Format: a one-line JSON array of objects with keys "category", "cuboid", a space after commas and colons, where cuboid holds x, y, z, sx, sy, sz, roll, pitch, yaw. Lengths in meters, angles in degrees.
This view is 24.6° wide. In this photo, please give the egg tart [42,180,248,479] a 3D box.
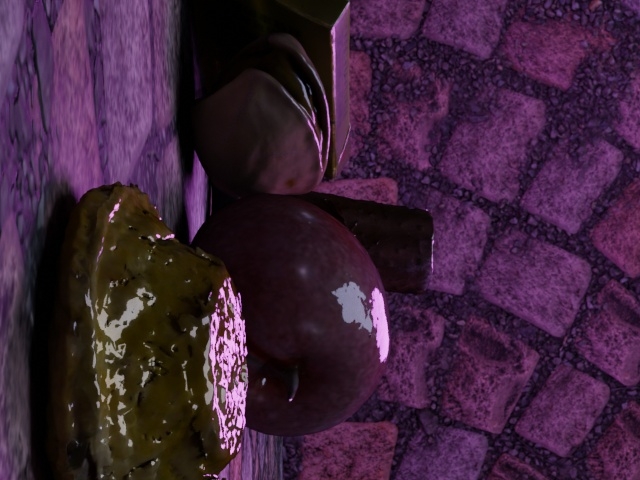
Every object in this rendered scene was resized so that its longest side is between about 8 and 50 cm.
[{"category": "egg tart", "cuboid": [-0.103, 0.080, 0.897, 0.241, 0.106, 0.241, 0, 90, -84]}]

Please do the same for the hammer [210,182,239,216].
[{"category": "hammer", "cuboid": [-0.112, 0.018, 1.700, 0.159, 0.041, 0.226, 88, 2, -65]}]

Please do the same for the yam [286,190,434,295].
[{"category": "yam", "cuboid": [0.000, -0.002, 1.854, 0.131, 0.279, 0.131, -172, -90, -84]}]

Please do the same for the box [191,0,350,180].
[{"category": "box", "cuboid": [-0.051, -0.188, 1.587, 0.043, 0.173, 0.311, -58, 165, -23]}]

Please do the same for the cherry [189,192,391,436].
[{"category": "cherry", "cuboid": [-0.035, 0.076, 1.453, 0.285, 0.213, 0.236, -105, -159, -59]}]

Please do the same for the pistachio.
[{"category": "pistachio", "cuboid": [-0.060, -0.121, 1.500, 0.238, 0.153, 0.138, 94, 21, -63]}]
